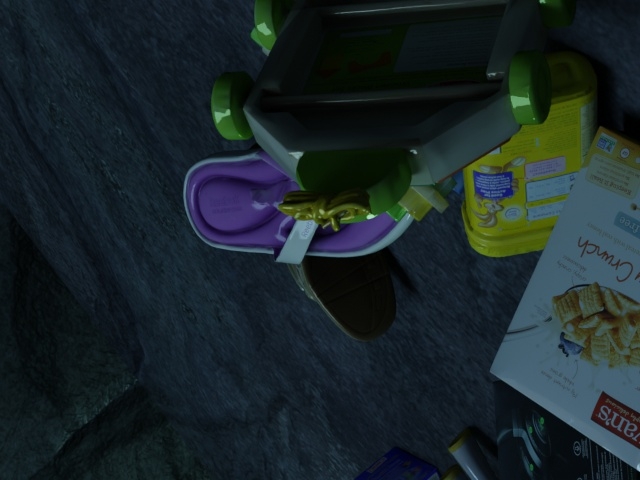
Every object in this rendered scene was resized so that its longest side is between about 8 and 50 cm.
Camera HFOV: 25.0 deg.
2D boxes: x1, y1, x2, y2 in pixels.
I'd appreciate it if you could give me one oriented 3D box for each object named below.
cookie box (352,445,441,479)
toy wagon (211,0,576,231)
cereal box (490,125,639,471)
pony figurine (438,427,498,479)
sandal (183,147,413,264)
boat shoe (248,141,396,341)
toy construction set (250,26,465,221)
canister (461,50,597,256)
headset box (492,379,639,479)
[{"bbox_3d":[0.118,0.367,2.187,0.107,0.092,0.040,21,141,54],"label":"cookie box"},{"bbox_3d":[0.050,-0.120,1.131,0.267,0.344,0.068,-1,135,24],"label":"toy wagon"},{"bbox_3d":[0.259,0.047,1.204,0.173,0.240,0.047,33,-162,38],"label":"cereal box"},{"bbox_3d":[0.265,0.432,1.813,0.363,0.303,0.351,46,-169,2],"label":"pony figurine"},{"bbox_3d":[-0.039,-0.043,1.660,0.416,0.102,0.169,-14,98,51],"label":"sandal"},{"bbox_3d":[0.000,0.000,1.817,0.285,0.104,0.089,60,167,7],"label":"boat shoe"},{"bbox_3d":[0.027,-0.152,1.413,0.327,0.151,0.215,56,-175,8],"label":"toy construction set"},{"bbox_3d":[0.183,-0.075,1.262,0.170,0.126,0.073,78,180,-46],"label":"canister"},{"bbox_3d":[0.278,0.245,1.366,0.283,0.131,0.246,154,114,-68],"label":"headset box"}]
